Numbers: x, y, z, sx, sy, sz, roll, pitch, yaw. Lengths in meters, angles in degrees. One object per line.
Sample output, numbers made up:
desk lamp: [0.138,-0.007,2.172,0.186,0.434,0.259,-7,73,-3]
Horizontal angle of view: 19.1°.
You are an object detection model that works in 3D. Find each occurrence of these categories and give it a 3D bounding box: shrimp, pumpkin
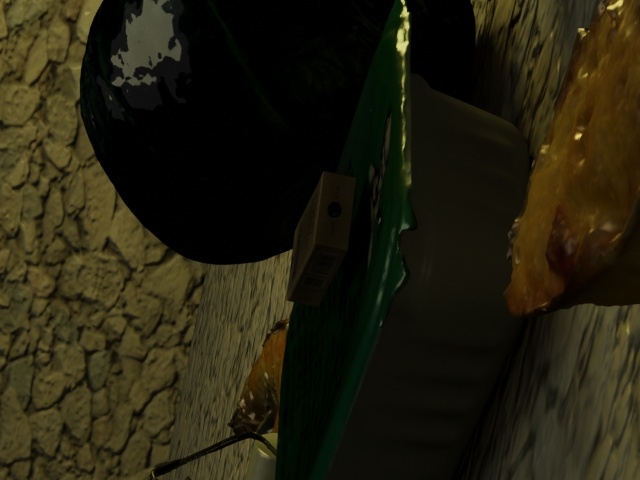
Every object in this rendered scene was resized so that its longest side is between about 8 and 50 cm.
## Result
shrimp: [-0.047,0.180,1.890,0.317,0.062,0.164,128,149,-67]
pumpkin: [-0.038,-0.135,1.389,0.238,0.315,0.315,63,158,18]

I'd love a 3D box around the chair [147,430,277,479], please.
chair: [-0.031,0.276,1.519,0.145,0.221,0.140,-16,-53,-50]

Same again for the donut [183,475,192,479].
donut: [-0.107,0.378,1.898,0.272,0.107,0.272,-171,90,-88]

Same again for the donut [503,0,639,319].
donut: [0.158,-0.089,0.661,0.151,0.112,0.295,-114,34,-72]

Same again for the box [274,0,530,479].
box: [0.054,0.046,1.209,0.264,0.106,0.337,-88,13,-46]

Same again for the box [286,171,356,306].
box: [0.000,0.000,1.187,0.083,0.024,0.053,114,165,-62]

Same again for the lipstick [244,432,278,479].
lipstick: [-0.054,0.303,1.724,0.070,0.070,0.254,-104,26,-71]
